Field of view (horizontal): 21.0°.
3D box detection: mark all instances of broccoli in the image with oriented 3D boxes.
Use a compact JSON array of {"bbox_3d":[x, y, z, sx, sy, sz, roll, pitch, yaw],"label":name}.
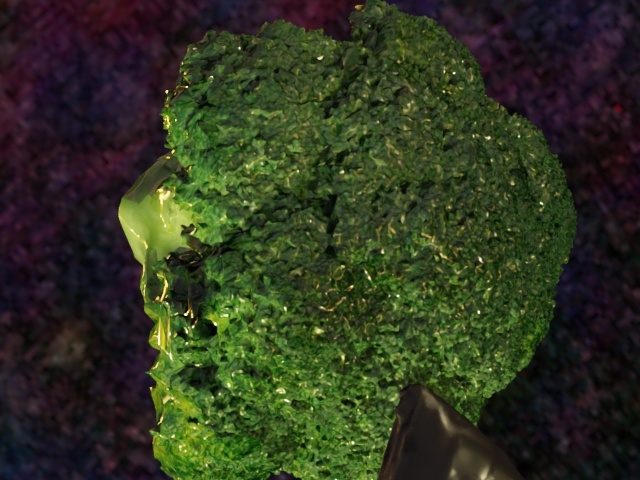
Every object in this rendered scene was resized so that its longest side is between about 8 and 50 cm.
[{"bbox_3d":[0.000,0.000,0.902,0.269,0.269,0.254,14,96,49],"label":"broccoli"}]

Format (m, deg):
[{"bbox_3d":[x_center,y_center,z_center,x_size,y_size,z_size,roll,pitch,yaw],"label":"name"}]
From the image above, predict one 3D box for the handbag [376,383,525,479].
[{"bbox_3d":[0.066,0.200,0.627,0.088,0.211,0.254,-43,12,52],"label":"handbag"}]
